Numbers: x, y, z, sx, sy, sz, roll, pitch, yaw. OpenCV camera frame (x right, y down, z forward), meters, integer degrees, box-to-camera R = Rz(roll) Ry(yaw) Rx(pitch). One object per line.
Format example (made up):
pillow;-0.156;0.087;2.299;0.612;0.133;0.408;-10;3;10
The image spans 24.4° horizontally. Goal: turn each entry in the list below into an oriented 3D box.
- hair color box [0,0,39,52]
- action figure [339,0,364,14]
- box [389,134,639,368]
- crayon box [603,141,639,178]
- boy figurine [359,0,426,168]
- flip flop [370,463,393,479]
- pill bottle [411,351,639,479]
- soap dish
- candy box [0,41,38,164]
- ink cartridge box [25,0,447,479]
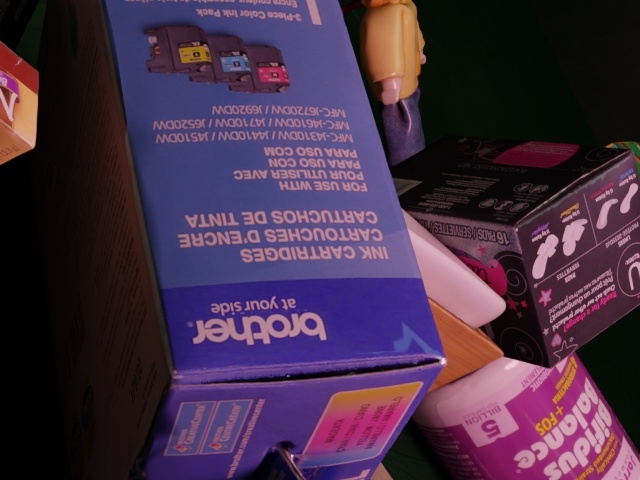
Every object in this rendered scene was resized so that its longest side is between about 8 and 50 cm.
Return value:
hair color box;-0.312;-0.255;0.827;0.374;0.113;0.185;52;23;-27
action figure;0.006;-0.307;1.719;0.280;0.139;0.092;-21;88;-47
box;0.158;0.005;1.349;0.163;0.247;0.142;-31;113;-30
crayon box;0.220;-0.008;1.572;0.081;0.278;0.165;64;21;5
boy figurine;0.092;-0.210;1.656;0.177;0.092;0.285;-45;131;-69
flip flop;0.020;0.154;1.176;0.277;0.080;0.112;53;23;-23
pill bottle;0.215;0.209;1.455;0.301;0.169;0.169;55;22;-19
soap dish;0.000;0.000;1.169;0.229;0.118;0.291;44;6;37
candy box;-0.233;-0.051;0.663;0.109;0.186;0.053;43;31;-45
ink cartridge box;-0.065;0.024;0.845;0.151;0.270;0.396;-1;57;-19
